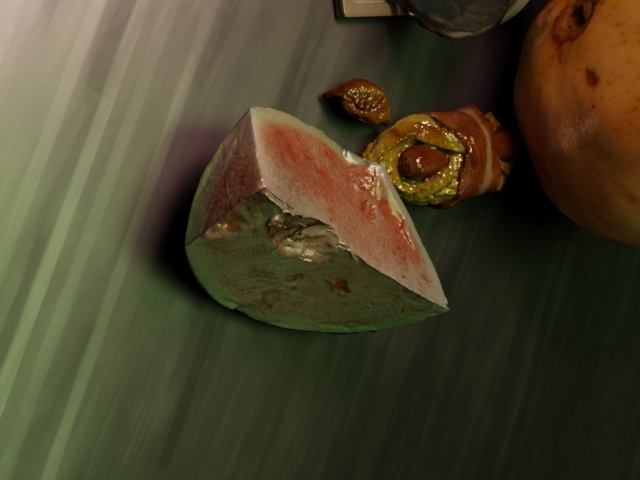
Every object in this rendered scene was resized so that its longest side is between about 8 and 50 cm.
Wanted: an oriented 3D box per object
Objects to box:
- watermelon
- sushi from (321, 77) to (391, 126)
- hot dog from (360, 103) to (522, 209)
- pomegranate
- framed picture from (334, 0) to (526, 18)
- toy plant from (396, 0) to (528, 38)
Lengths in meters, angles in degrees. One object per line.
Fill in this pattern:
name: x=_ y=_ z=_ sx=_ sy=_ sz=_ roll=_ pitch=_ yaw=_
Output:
watermelon: x=0.000 y=0.000 z=1.294 sx=0.305 sy=0.180 sz=0.224 roll=30 pitch=87 yaw=-35
sushi: x=0.051 y=-0.166 z=1.420 sx=0.099 sy=0.047 sz=0.050 roll=31 pitch=90 yaw=-33
hot dog: x=0.171 y=-0.107 z=1.480 sx=0.262 sy=0.093 sz=0.123 roll=-18 pitch=101 yaw=-36
pomegranate: x=0.451 y=-0.178 z=1.514 sx=0.412 sy=0.411 sz=0.411 roll=0 pitch=89 yaw=-38
framed picture: x=0.135 y=-0.403 z=1.502 sx=0.324 sy=0.020 sz=0.240 roll=-9 pitch=95 yaw=-38
toy plant: x=0.250 y=-0.401 z=1.444 sx=0.332 sy=0.247 sz=0.247 roll=-30 pitch=108 yaw=-36
